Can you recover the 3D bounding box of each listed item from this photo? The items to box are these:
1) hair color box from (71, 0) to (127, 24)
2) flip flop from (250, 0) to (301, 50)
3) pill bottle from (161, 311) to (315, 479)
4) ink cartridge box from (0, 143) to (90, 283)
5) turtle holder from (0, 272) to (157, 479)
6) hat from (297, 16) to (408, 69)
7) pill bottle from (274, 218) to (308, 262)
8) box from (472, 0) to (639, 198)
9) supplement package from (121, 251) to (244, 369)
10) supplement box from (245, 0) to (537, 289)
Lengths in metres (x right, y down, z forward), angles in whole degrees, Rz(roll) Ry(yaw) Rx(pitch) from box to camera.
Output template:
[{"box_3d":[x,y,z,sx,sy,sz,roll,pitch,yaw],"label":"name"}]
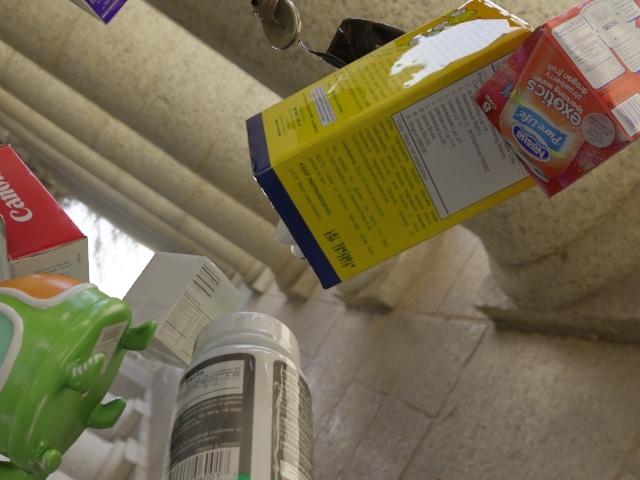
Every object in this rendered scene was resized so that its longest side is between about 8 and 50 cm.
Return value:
[{"box_3d":[-0.663,-0.725,1.848,0.110,0.185,0.339,-52,-22,-4],"label":"hair color box"},{"box_3d":[-0.133,-0.594,1.771,0.112,0.277,0.080,-27,-12,37],"label":"flip flop"},{"box_3d":[-0.110,0.277,1.001,0.204,0.204,0.361,-51,22,26],"label":"pill bottle"},{"box_3d":[-0.506,-0.018,1.181,0.130,0.309,0.272,-22,-41,-36],"label":"ink cartridge box"},{"box_3d":[-0.400,0.191,1.002,0.243,0.227,0.320,-54,-11,-56],"label":"turtle holder"},{"box_3d":[0.121,-0.388,1.503,0.134,0.331,0.331,-62,8,12],"label":"hat"},{"box_3d":[0.000,0.000,1.519,0.108,0.180,0.108,-50,23,31],"label":"pill bottle"},{"box_3d":[0.293,-0.166,0.695,0.256,0.128,0.122,-32,-8,-27],"label":"box"},{"box_3d":[-0.316,0.152,1.564,0.194,0.149,0.203,4,53,43],"label":"supplement package"},{"box_3d":[0.106,-0.129,0.930,0.356,0.194,0.195,-27,30,7],"label":"supplement box"}]
